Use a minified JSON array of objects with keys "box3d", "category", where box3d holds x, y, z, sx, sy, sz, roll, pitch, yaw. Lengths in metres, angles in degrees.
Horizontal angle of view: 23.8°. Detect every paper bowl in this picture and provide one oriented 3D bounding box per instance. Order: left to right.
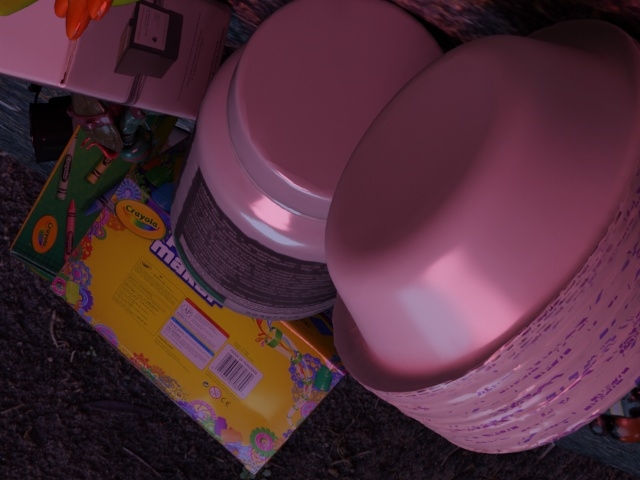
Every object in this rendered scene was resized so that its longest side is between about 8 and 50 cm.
[{"box3d":[0.114,-0.018,0.988,0.148,0.284,0.284,34,170,-25],"category":"paper bowl"}]

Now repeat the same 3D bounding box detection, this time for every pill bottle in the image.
[{"box3d":[-0.013,-0.062,1.300,0.204,0.204,0.361,27,162,-3],"category":"pill bottle"}]

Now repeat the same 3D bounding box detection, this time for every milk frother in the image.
[{"box3d":[-0.321,-0.184,2.026,0.134,0.129,0.143,-6,141,-7],"category":"milk frother"}]

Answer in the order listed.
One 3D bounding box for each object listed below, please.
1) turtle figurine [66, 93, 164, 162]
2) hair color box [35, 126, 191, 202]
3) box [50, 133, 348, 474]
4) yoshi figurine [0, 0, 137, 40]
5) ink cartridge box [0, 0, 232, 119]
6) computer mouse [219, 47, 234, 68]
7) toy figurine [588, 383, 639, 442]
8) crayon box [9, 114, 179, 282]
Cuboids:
[{"box3d":[-0.212,-0.160,1.605,0.175,0.118,0.234,20,150,40],"category":"turtle figurine"},{"box3d":[-0.185,-0.040,2.128,0.374,0.185,0.113,25,172,12],"category":"hair color box"},{"box3d":[-0.072,0.038,1.614,0.290,0.177,0.279,42,-147,4],"category":"box"},{"box3d":[-0.119,-0.247,0.895,0.362,0.203,0.203,-139,31,-64],"category":"yoshi figurine"},{"box3d":[-0.224,-0.188,1.295,0.198,0.115,0.273,15,-176,19],"category":"ink cartridge box"},{"box3d":[0.001,-0.100,1.581,0.272,0.072,0.188,33,169,-35],"category":"computer mouse"},{"box3d":[0.278,0.075,1.303,0.148,0.213,0.209,1,161,44],"category":"toy figurine"},{"box3d":[-0.259,-0.079,1.802,0.081,0.278,0.165,28,172,0],"category":"crayon box"}]
